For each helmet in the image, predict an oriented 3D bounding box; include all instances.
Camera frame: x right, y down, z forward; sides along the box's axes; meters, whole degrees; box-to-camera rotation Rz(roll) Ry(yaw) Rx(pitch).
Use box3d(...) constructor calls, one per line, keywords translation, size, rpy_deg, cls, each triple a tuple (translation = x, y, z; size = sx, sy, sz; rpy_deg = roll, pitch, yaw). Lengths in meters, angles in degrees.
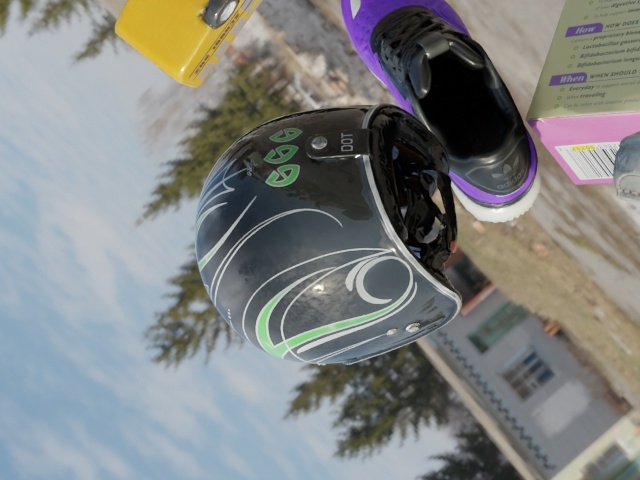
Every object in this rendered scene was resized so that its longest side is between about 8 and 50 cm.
box3d(translation=(0.000, 0.000, 0.632), size=(0.169, 0.161, 0.169), rpy_deg=(37, -139, -42), cls="helmet")

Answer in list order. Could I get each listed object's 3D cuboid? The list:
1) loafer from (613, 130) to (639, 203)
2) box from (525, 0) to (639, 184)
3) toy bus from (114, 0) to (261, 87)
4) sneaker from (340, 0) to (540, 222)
box3d(translation=(0.273, 0.024, 0.476), size=(0.112, 0.111, 0.319), rpy_deg=(4, -162, -40), cls="loafer")
box3d(translation=(0.341, -0.184, 0.931), size=(0.213, 0.243, 0.117), rpy_deg=(1, 150, 43), cls="box")
box3d(translation=(-0.101, -0.345, 1.168), size=(0.108, 0.333, 0.130), rpy_deg=(38, -171, 6), cls="toy bus")
box3d(translation=(0.105, -0.163, 0.905), size=(0.293, 0.102, 0.146), rpy_deg=(58, -175, 22), cls="sneaker")
